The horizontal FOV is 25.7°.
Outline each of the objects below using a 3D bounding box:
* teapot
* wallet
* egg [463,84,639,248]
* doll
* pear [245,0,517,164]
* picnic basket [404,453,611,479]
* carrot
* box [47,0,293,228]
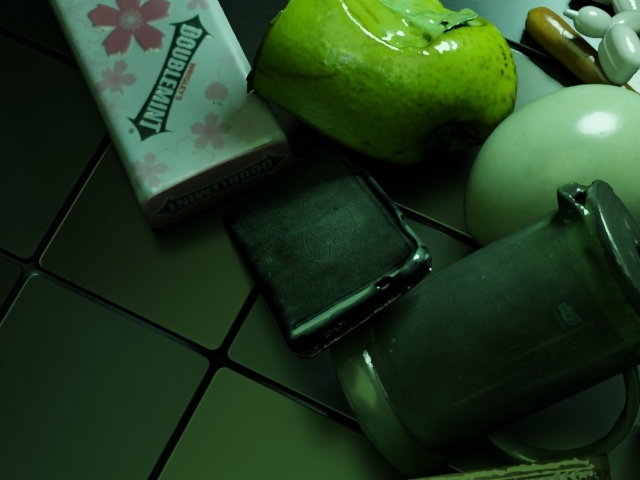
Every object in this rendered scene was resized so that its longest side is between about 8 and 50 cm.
[{"bbox_3d":[0.214,0.108,1.408,0.337,0.200,0.270,-30,101,22],"label":"teapot"},{"bbox_3d":[0.000,0.000,1.492,0.172,0.045,0.318,-34,30,-1],"label":"wallet"},{"bbox_3d":[0.270,-0.068,1.528,0.253,0.186,0.186,-26,70,-9],"label":"egg"},{"bbox_3d":[0.355,-0.267,1.651,0.161,0.059,0.160,-25,70,-35],"label":"doll"},{"bbox_3d":[0.085,-0.193,1.559,0.255,0.164,0.238,39,44,14],"label":"pear"},{"bbox_3d":[0.175,0.311,1.408,0.267,0.165,0.139,-8,68,0],"label":"picnic basket"},{"bbox_3d":[0.332,-0.190,1.648,0.043,0.043,0.248,-42,75,-11],"label":"carrot"},{"bbox_3d":[-0.190,-0.215,1.653,0.190,0.112,0.369,-25,71,-7],"label":"box"}]
